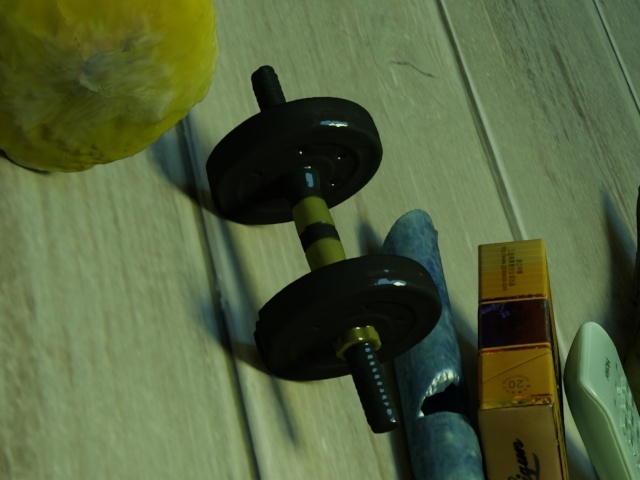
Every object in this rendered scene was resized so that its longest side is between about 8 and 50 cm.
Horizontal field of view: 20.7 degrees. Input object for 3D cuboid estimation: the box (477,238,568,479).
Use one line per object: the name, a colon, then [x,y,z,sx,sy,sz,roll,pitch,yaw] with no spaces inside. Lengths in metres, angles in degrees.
box: [0.176,0.127,1.536,0.237,0.070,0.152,-86,167,-56]

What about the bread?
bread: [-0.170,-0.159,1.195,0.197,0.197,0.170,31,25,-43]

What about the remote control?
remote control: [0.288,0.215,1.653,0.103,0.051,0.293,-74,144,-53]

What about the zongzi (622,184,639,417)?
zongzi: [0.399,0.072,1.975,0.356,0.174,0.393,3,48,-53]

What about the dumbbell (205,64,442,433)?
dumbbell: [0.000,0.000,1.346,0.143,0.143,0.325,22,43,-51]

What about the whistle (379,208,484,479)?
whistle: [0.089,0.098,1.491,0.062,0.062,0.304,36,32,-37]
